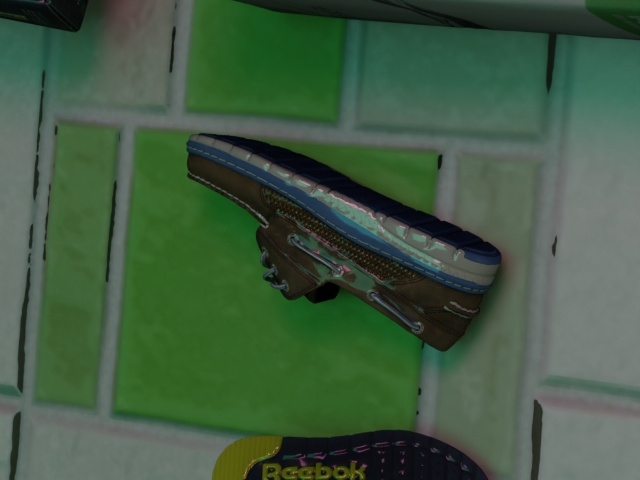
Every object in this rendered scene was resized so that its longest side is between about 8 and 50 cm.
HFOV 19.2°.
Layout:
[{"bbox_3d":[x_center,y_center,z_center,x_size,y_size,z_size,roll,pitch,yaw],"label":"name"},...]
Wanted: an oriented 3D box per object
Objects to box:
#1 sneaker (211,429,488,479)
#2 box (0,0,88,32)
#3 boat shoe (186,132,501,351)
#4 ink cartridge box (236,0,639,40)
[{"bbox_3d":[0.019,0.131,0.980,0.144,0.059,0.053,4,60,12],"label":"sneaker"},{"bbox_3d":[-0.195,-0.244,1.033,0.183,0.059,0.232,13,82,13],"label":"box"},{"bbox_3d":[0.000,0.000,0.978,0.183,0.066,0.066,26,103,24],"label":"boat shoe"},{"bbox_3d":[0.083,-0.209,0.904,0.289,0.121,0.211,7,92,27],"label":"ink cartridge box"}]
